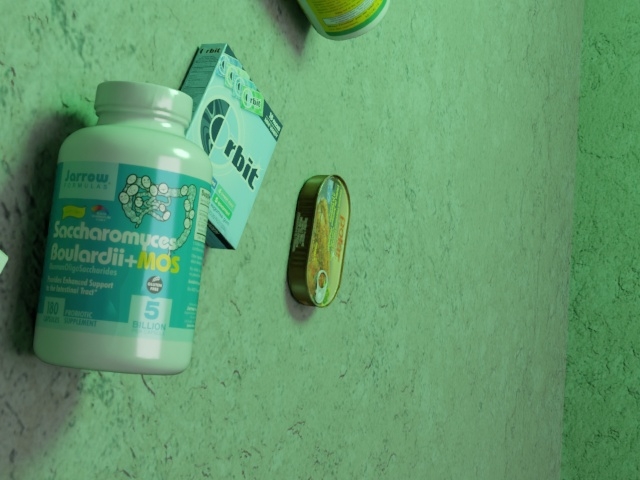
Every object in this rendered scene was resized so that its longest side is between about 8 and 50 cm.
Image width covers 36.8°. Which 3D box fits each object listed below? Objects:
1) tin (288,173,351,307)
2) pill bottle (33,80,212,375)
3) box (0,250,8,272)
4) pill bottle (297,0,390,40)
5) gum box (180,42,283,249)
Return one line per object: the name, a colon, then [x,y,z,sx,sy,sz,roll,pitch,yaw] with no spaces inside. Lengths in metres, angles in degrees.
tin: [0.000,0.000,1.355,0.106,0.040,0.189,24,72,-56]
pill bottle: [-0.181,-0.011,0.907,0.146,0.146,0.264,16,78,-61]
box: [-0.341,0.130,0.711,0.063,0.067,0.324,56,47,-48]
pill bottle: [0.003,-0.364,1.237,0.208,0.118,0.117,49,51,-51]
gum box: [-0.119,-0.108,1.119,0.157,0.041,0.184,53,49,-50]
